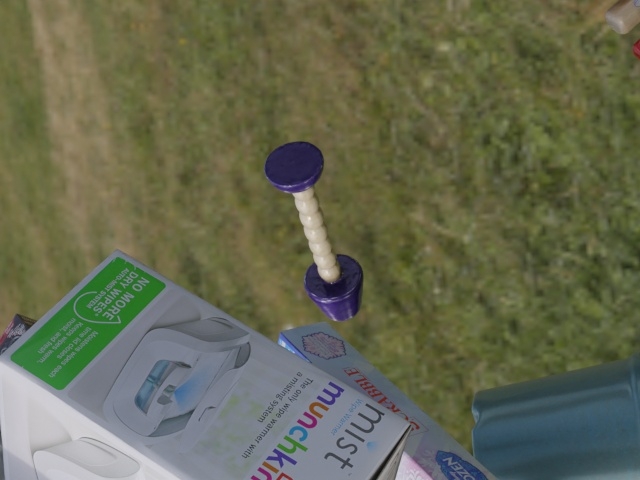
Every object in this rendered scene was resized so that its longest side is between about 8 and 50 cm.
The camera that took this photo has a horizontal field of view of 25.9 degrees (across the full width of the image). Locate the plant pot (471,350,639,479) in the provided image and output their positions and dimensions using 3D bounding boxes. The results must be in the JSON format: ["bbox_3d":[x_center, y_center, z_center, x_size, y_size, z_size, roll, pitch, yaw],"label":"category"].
[{"bbox_3d":[0.414,0.332,2.114,0.341,0.334,0.341,-9,-90,-76],"label":"plant pot"}]

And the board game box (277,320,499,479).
[{"bbox_3d":[0.042,0.298,1.380,0.318,0.066,0.319,39,128,42],"label":"board game box"}]

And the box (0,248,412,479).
[{"bbox_3d":[-0.081,0.174,0.923,0.231,0.127,0.262,30,140,16],"label":"box"}]

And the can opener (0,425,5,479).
[{"bbox_3d":[-0.396,0.225,1.194,0.095,0.283,0.076,92,158,-47],"label":"can opener"}]

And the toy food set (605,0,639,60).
[{"bbox_3d":[0.444,-0.273,1.724,0.232,0.104,0.111,46,175,28],"label":"toy food set"}]

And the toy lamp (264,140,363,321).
[{"bbox_3d":[0.000,0.000,1.687,0.275,0.080,0.080,70,177,-49],"label":"toy lamp"}]

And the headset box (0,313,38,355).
[{"bbox_3d":[-0.301,0.119,1.419,0.083,0.032,0.062,39,98,44],"label":"headset box"}]
